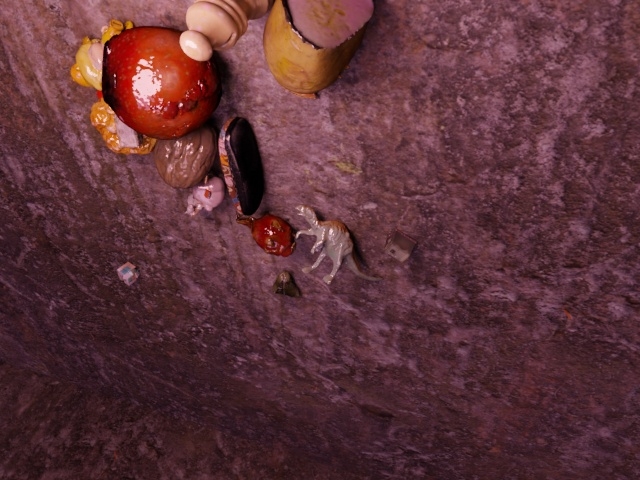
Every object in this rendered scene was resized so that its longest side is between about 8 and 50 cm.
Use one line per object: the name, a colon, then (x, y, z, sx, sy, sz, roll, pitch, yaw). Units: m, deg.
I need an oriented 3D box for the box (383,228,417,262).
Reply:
box: (0.240, 0.019, 1.770, 0.084, 0.063, 0.060, 31, 139, -9)

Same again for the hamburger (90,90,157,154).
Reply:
hamburger: (-0.572, -0.352, 1.720, 0.237, 0.149, 0.237, 15, 140, 13)

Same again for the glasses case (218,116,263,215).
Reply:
glasses case: (-0.230, -0.212, 1.715, 0.082, 0.122, 0.321, 8, 136, 17)

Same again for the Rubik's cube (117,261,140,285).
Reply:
Rubik's cube: (-0.784, 0.141, 2.399, 0.073, 0.075, 0.084, 29, 157, 21)

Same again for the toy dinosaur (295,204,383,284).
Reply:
toy dinosaur: (0.053, 0.050, 1.850, 0.392, 0.092, 0.206, 28, 102, -16)

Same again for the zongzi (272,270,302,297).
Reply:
zongzi: (-0.104, 0.161, 2.104, 0.119, 0.055, 0.109, 18, 138, -9)

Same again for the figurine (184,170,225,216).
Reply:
figurine: (-0.367, -0.148, 1.860, 0.111, 0.137, 0.229, 9, 153, -32)

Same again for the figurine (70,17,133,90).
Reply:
figurine: (-0.594, -0.503, 1.593, 0.246, 0.131, 0.156, -24, 85, 43)

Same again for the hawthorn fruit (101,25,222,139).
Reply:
hawthorn fruit: (-0.410, -0.403, 1.484, 0.315, 0.316, 0.316, 14, 138, 13)

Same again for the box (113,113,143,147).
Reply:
box: (-0.533, -0.309, 1.623, 0.062, 0.045, 0.098, -3, 117, 6)

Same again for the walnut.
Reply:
walnut: (-0.398, -0.253, 1.709, 0.178, 0.178, 0.231, 24, 114, 1)

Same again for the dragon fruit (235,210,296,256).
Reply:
dragon fruit: (-0.184, -0.032, 1.897, 0.246, 0.125, 0.125, 28, 113, 28)

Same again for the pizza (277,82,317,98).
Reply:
pizza: (-0.044, -0.400, 1.502, 0.099, 0.029, 0.100, 39, 141, -27)

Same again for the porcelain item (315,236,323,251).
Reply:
porcelain item: (0.000, 0.000, 1.893, 0.036, 0.028, 0.083, 50, 144, 27)

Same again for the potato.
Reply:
potato: (-0.026, -0.450, 1.325, 0.229, 0.229, 0.266, 32, 154, -7)

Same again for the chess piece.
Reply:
chess piece: (-0.221, -0.492, 1.272, 0.124, 0.307, 0.139, -11, 128, 34)
